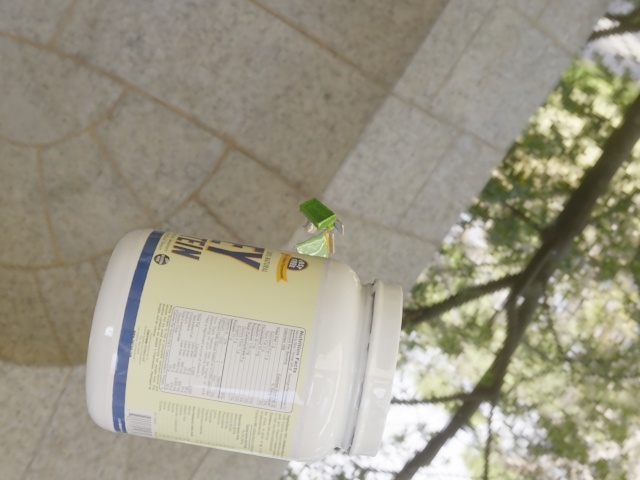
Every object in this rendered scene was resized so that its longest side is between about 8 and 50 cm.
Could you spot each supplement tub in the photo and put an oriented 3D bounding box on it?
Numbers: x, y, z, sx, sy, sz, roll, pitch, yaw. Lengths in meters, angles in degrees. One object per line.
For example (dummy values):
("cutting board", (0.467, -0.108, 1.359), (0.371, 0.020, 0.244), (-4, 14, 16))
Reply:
("supplement tub", (-0.082, 0.123, 1.216), (0.324, 0.236, 0.235), (9, -166, 0))

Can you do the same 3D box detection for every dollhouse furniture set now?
("dollhouse furniture set", (0.000, 0.000, 1.809), (0.076, 0.152, 0.058), (-28, -129, -23))
